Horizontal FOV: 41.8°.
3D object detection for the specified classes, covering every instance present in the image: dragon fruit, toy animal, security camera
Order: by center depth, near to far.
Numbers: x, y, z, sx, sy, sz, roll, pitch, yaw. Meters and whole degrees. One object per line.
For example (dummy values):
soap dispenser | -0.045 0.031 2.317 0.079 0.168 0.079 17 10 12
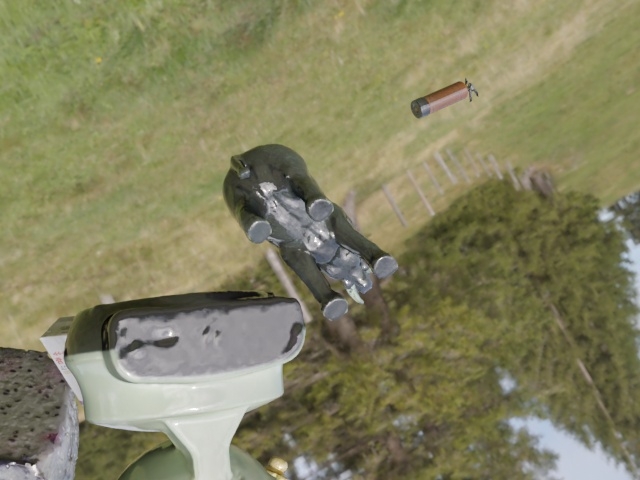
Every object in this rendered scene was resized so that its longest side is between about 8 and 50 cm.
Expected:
security camera | -0.111 0.189 0.729 0.197 0.277 0.191 -4 171 -28
toy animal | 0.005 0.006 0.775 0.082 0.137 0.269 -43 133 4
dragon fruit | -0.425 0.264 1.018 0.283 0.203 0.221 8 -151 0

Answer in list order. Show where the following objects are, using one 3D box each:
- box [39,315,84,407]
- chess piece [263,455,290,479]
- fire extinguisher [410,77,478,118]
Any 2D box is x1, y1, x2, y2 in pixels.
box | -0.227 0.129 0.839 0.051 0.117 0.036 -5 -149 28
chess piece | -0.084 0.354 1.047 0.172 0.060 0.060 -66 -174 -17
fire extinguisher | 0.141 -0.158 0.937 0.083 0.028 0.022 -25 -161 -21
